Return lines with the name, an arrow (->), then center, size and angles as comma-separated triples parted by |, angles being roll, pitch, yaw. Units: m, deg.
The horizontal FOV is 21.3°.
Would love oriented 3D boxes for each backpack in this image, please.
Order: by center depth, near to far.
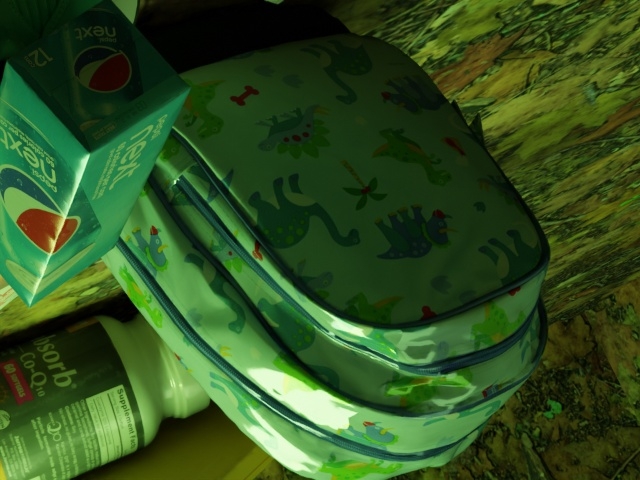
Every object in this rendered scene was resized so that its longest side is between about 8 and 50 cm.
backpack -> 0.000, 0.000, 1.201 | 0.290, 0.355, 0.273 | -15, 163, -37

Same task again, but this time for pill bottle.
pill bottle -> -0.274, 0.176, 1.866 | 0.278, 0.162, 0.162 | -22, 168, -19

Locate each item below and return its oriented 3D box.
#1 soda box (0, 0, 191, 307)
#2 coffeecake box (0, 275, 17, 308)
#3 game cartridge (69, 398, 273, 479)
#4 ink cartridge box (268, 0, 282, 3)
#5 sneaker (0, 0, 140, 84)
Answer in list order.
soda box -> -0.140, -0.042, 0.938 | 0.071, 0.067, 0.210 | -38, 172, -29
coffeecake box -> -0.321, 0.027, 1.357 | 0.142, 0.068, 0.185 | -35, 165, 36
game cartridge -> -0.241, 0.258, 1.927 | 0.323, 0.053, 0.285 | 12, -144, 35
ink cartridge box -> -0.040, -0.214, 1.007 | 0.145, 0.045, 0.179 | -32, 148, 33
sneaker -> -0.243, -0.066, 0.975 | 0.178, 0.124, 0.295 | -19, 160, -48
